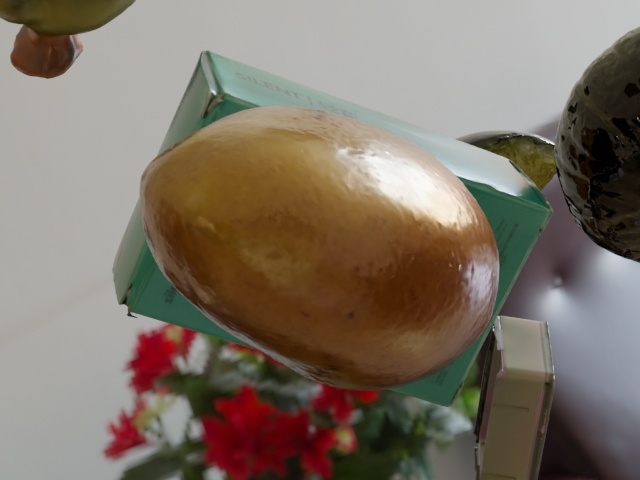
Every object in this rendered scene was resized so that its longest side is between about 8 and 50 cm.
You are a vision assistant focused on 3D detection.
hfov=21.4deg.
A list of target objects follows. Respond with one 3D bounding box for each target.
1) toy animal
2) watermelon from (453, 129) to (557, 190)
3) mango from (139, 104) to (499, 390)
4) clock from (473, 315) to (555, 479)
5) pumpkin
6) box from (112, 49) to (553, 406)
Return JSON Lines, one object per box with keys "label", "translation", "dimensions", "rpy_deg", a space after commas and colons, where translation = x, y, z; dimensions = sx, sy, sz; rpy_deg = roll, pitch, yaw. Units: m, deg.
{"label": "toy animal", "translation": [-0.308, -0.358, 2.048], "dimensions": [0.191, 0.338, 0.216], "rpy_deg": [19, 55, 18]}
{"label": "watermelon", "translation": [0.155, -0.043, 2.028], "dimensions": [0.301, 0.129, 0.123], "rpy_deg": [-40, 7, -4]}
{"label": "mango", "translation": [0.000, 0.000, 0.900], "dimensions": [0.138, 0.187, 0.257], "rpy_deg": [-48, -9, 10]}
{"label": "clock", "translation": [0.229, 0.206, 2.036], "dimensions": [0.071, 0.192, 0.147], "rpy_deg": [6, 27, 1]}
{"label": "pumpkin", "translation": [0.325, -0.085, 1.520], "dimensions": [0.238, 0.238, 0.159], "rpy_deg": [-22, 36, -11]}
{"label": "box", "translation": [0.006, -0.008, 1.405], "dimensions": [0.311, 0.205, 0.118], "rpy_deg": [17, 18, -20]}
